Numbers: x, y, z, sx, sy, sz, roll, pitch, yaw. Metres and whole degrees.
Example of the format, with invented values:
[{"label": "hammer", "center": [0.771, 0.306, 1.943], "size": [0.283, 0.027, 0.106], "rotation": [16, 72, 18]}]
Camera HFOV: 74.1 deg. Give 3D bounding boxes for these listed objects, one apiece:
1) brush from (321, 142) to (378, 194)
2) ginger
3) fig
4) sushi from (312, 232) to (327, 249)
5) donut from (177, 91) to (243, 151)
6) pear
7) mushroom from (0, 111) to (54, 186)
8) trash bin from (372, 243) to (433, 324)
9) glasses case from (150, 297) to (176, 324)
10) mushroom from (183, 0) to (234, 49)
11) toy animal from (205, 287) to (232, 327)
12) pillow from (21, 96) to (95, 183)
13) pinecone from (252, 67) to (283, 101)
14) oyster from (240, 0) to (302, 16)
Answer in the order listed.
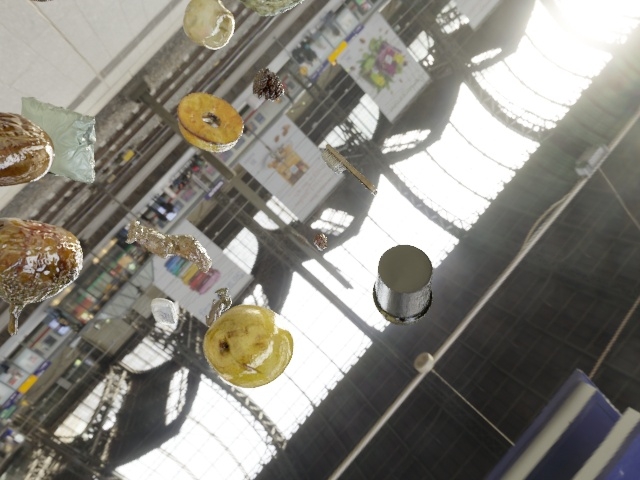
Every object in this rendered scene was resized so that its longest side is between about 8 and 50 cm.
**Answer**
[{"label": "brush", "center": [0.094, -0.245, 1.515], "size": [0.065, 0.070, 0.327], "rotation": [-43, -130, 4]}, {"label": "ginger", "center": [-0.472, 0.018, 1.361], "size": [0.084, 0.290, 0.122], "rotation": [-53, -145, 16]}, {"label": "fig", "center": [-0.882, 0.122, 1.278], "size": [0.286, 0.286, 0.369], "rotation": [-143, -116, -73]}, {"label": "sushi", "center": [0.003, 0.003, 1.800], "size": [0.060, 0.061, 0.118], "rotation": [-45, 169, -5]}, {"label": "donut", "center": [-0.258, -0.270, 0.989], "size": [0.152, 0.152, 0.058], "rotation": [-59, -174, -35]}, {"label": "pear", "center": [-0.248, 0.374, 1.506], "size": [0.314, 0.314, 0.314], "rotation": [-41, -162, 17]}, {"label": "mushroom", "center": [-0.780, -0.216, 1.008], "size": [0.253, 0.253, 0.153], "rotation": [-75, 173, -57]}, {"label": "trash bin", "center": [0.281, 0.166, 1.462], "size": [0.214, 0.214, 0.334], "rotation": [-52, 155, -18]}, {"label": "glasses case", "center": [-0.580, 0.266, 1.574], "size": [0.197, 0.076, 0.049], "rotation": [110, -12, -56]}, {"label": "mushroom", "center": [-0.316, -0.615, 1.198], "size": [0.148, 0.148, 0.112], "rotation": [-45, 172, 4]}, {"label": "toy animal", "center": [-0.493, 0.326, 2.066], "size": [0.186, 0.093, 0.214], "rotation": [177, -66, -78]}, {"label": "pillow", "center": [-0.987, -0.367, 1.606], "size": [0.138, 0.309, 0.284], "rotation": [-54, 159, -69]}, {"label": "pinecone", "center": [-0.130, -0.388, 1.064], "size": [0.077, 0.083, 0.077], "rotation": [-14, -109, 46]}, {"label": "oyster", "center": [-0.069, -0.493, 0.804], "size": [0.177, 0.125, 0.064], "rotation": [-39, 167, -2]}]
